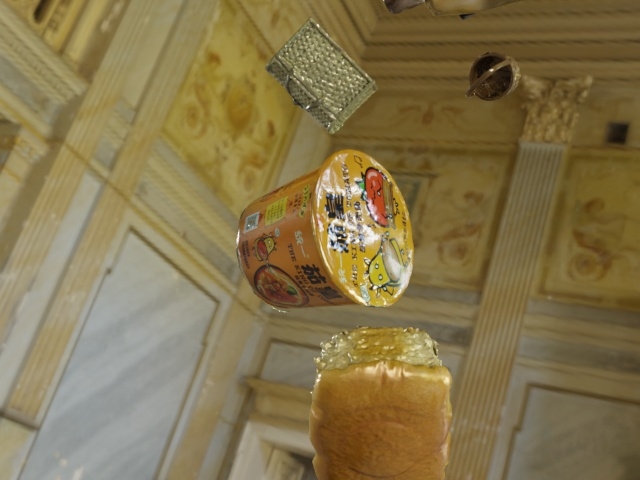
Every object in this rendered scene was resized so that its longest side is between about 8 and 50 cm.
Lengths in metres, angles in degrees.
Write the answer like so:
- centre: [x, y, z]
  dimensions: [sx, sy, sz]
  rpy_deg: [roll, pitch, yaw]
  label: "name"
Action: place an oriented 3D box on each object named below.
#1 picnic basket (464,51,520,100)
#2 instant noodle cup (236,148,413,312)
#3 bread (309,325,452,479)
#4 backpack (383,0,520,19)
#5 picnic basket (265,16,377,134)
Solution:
- centre: [0.228, -0.220, 1.219]
  dimensions: [0.072, 0.083, 0.072]
  rpy_deg: [13, -65, 30]
  label: "picnic basket"
- centre: [0.000, 0.000, 1.235]
  dimensions: [0.172, 0.215, 0.216]
  rpy_deg: [-15, -38, 39]
  label: "instant noodle cup"
- centre: [0.073, 0.214, 1.097]
  dimensions: [0.174, 0.121, 0.245]
  rpy_deg: [4, -53, 6]
  label: "bread"
- centre: [0.235, -0.495, 1.322]
  dimensions: [0.354, 0.201, 0.378]
  rpy_deg: [-15, -36, 20]
  label: "backpack"
- centre: [0.001, -0.340, 1.909]
  dimensions: [0.196, 0.154, 0.134]
  rpy_deg: [46, 7, 0]
  label: "picnic basket"
